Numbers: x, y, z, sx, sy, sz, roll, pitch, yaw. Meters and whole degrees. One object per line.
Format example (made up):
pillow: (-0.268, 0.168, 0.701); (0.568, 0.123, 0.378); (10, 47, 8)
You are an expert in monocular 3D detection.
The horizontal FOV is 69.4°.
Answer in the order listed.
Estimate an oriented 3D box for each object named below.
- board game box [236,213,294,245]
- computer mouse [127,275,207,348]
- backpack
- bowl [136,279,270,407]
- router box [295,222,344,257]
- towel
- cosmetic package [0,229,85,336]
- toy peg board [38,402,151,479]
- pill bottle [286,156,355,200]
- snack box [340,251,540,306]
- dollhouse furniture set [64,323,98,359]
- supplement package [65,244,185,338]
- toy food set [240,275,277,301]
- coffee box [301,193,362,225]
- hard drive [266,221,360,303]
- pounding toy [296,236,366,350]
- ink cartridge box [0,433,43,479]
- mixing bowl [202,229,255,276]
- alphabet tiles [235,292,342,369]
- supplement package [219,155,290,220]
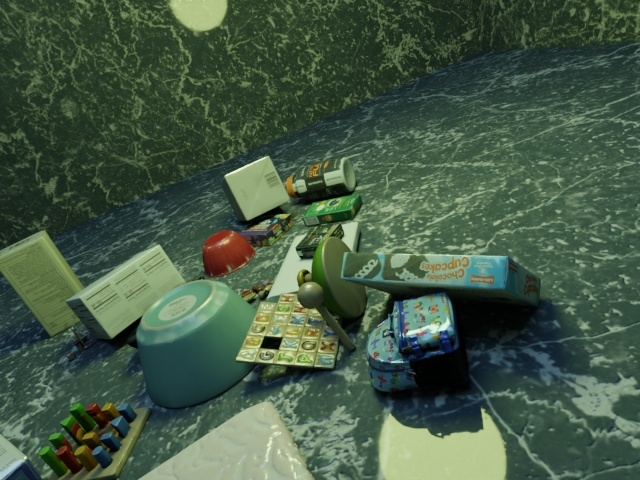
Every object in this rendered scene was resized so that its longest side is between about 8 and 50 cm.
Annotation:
board game box: (-0.199, -0.037, 1.615); (0.171, 0.048, 0.141); (-1, 30, 39)
computer mouse: (-0.410, 0.212, 1.248); (0.189, 0.072, 0.272); (-30, 13, 23)
backpack: (0.154, 0.177, 0.793); (0.174, 0.116, 0.158); (-15, 24, 20)
bowl: (-0.286, 0.204, 1.053); (0.312, 0.163, 0.311); (-17, 25, 8)
router box: (0.000, 0.000, 1.279); (0.092, 0.038, 0.122); (-6, 29, 34)
towel: (-0.153, 0.408, 0.652); (0.317, 0.053, 0.332); (-30, 25, -14)
cosmetic package: (-0.900, 0.141, 1.524); (0.160, 0.309, 0.113); (-29, 26, -18)
toy peg board: (-0.452, 0.388, 0.914); (0.161, 0.079, 0.161); (-17, 25, 13)
pill bottle: (-0.004, -0.221, 1.730); (0.246, 0.130, 0.130); (-10, 27, 26)
snack box: (0.222, 0.072, 0.880); (0.322, 0.187, 0.060); (0, 76, 40)
dollhouse furniture set: (-0.740, 0.285, 1.366); (0.115, 0.081, 0.091); (4, 35, 44)
supplement package: (-0.579, 0.155, 1.378); (0.262, 0.145, 0.204); (-41, 16, -36)
toy food set: (-0.169, 0.140, 1.263); (0.122, 0.019, 0.078); (-24, 23, 16)
coffee box: (0.040, -0.101, 1.552); (0.184, 0.040, 0.113); (-9, 28, 28)
hard drive: (-0.007, 0.058, 1.262); (0.211, 0.040, 0.318); (-14, 25, 18)
pounding toy: (0.006, 0.109, 0.999); (0.110, 0.182, 0.236); (-22, 25, 26)
ink cartridge box: (-0.669, 0.451, 0.783); (0.396, 0.151, 0.270); (17, 39, 28)
mixing bowl: (-0.317, 0.029, 1.518); (0.182, 0.098, 0.181); (-19, 23, 8)
alphabet tiles: (-0.054, 0.187, 1.004); (0.199, 0.009, 0.237); (2, 29, 9)
supplement package: (-0.254, -0.186, 1.730); (0.176, 0.177, 0.293); (-28, 9, -13)
